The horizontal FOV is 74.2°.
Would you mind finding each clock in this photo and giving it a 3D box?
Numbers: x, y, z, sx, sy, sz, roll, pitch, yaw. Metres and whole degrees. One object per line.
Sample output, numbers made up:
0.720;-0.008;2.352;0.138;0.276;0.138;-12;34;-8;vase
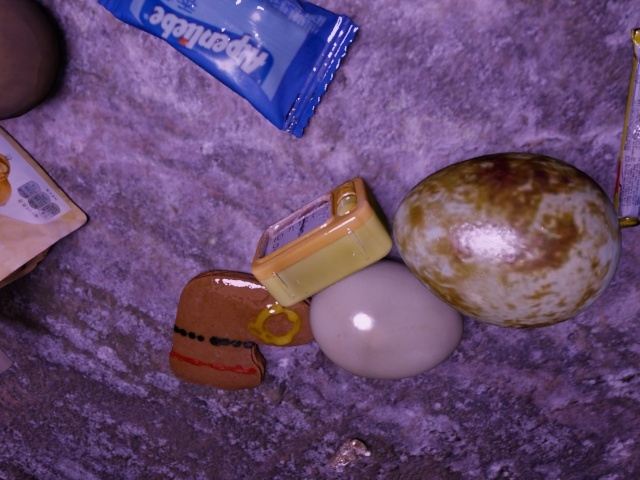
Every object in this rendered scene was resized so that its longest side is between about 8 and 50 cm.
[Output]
0.000;0.000;0.652;0.202;0.143;0.096;-31;116;16;clock

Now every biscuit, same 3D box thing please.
0.459;-0.151;0.614;0.048;0.026;0.292;-4;114;11;biscuit
-0.149;0.189;0.801;0.262;0.052;0.277;19;115;-4;biscuit

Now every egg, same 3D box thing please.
0.107;0.125;0.678;0.253;0.189;0.189;8;115;-8;egg
0.244;-0.004;0.582;0.289;0.238;0.238;12;115;6;egg

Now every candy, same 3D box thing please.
-0.123;-0.299;0.564;0.331;0.077;0.187;32;120;-10;candy

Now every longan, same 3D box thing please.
-0.445;-0.250;0.560;0.189;0.189;0.189;2;115;3;longan

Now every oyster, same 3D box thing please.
0.057;0.454;0.902;0.083;0.080;0.038;-21;90;-21;oyster

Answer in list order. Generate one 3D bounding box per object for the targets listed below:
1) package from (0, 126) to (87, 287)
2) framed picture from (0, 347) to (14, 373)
-0.578;-0.067;0.656;0.165;0.221;0.311;-26;111;37;package
-0.677;0.006;0.623;0.446;0.028;0.326;26;138;15;framed picture
